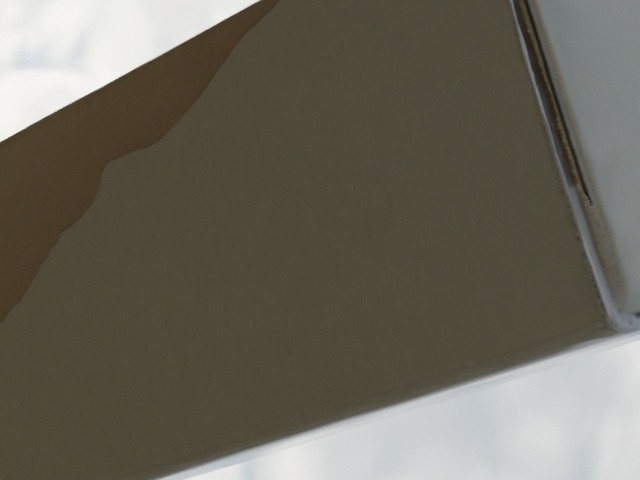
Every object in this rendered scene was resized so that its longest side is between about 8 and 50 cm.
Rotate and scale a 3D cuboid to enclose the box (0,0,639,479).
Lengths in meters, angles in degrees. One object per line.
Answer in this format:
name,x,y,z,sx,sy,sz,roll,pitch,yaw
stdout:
box,0.000,0.000,0.630,0.311,0.148,0.121,-22,-99,42
